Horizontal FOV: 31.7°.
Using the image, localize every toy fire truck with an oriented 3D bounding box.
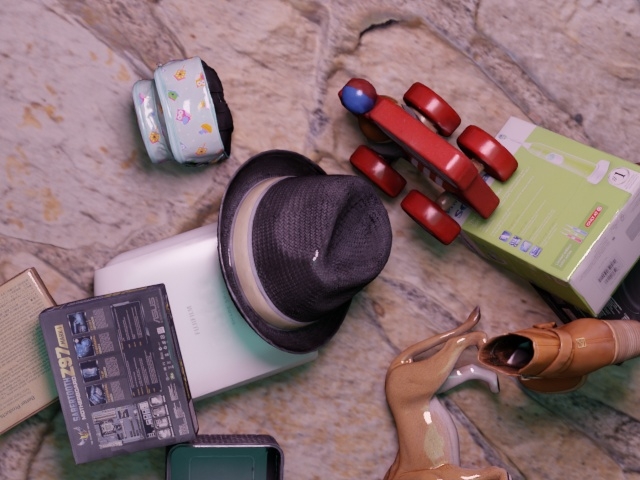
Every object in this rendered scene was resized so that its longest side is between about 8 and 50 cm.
[{"bbox_3d":[0.139,-0.148,1.679,0.169,0.254,0.302,-48,60,1],"label":"toy fire truck"}]

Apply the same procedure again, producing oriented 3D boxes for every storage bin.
[{"bbox_3d":[-0.151,0.369,1.754,0.180,0.084,0.122,1,90,-10],"label":"storage bin"}]

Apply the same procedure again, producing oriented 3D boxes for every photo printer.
[{"bbox_3d":[-0.185,0.112,1.734,0.308,0.107,0.256,-18,93,-9],"label":"photo printer"}]

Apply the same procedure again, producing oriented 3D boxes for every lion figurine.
[{"bbox_3d":[0.172,0.310,1.793,0.240,0.142,0.392,-8,77,13],"label":"lion figurine"}]

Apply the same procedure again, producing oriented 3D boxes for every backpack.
[{"bbox_3d":[-0.204,-0.190,1.688,0.144,0.188,0.165,-12,93,-9],"label":"backpack"}]

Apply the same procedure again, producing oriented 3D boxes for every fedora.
[{"bbox_3d":[0.000,0.000,1.659,0.334,0.152,0.334,25,57,-45],"label":"fedora"}]

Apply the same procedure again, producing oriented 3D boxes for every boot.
[{"bbox_3d":[0.329,0.184,1.714,0.220,0.283,0.109,-3,80,-29],"label":"boot"}]

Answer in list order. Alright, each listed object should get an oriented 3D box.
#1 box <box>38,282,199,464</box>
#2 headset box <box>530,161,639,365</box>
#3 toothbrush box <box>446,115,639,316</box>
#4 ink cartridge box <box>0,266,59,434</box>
[{"bbox_3d":[-0.292,0.194,1.640,0.183,0.059,0.232,-13,96,1],"label":"box"},{"bbox_3d":[0.506,0.026,1.847,0.293,0.110,0.218,-42,97,-7],"label":"headset box"},{"bbox_3d":[0.355,-0.044,1.729,0.206,0.283,0.122,-53,134,-6],"label":"toothbrush box"},{"bbox_3d":[-0.484,0.180,1.695,0.235,0.088,0.193,-31,97,-9],"label":"ink cartridge box"}]
